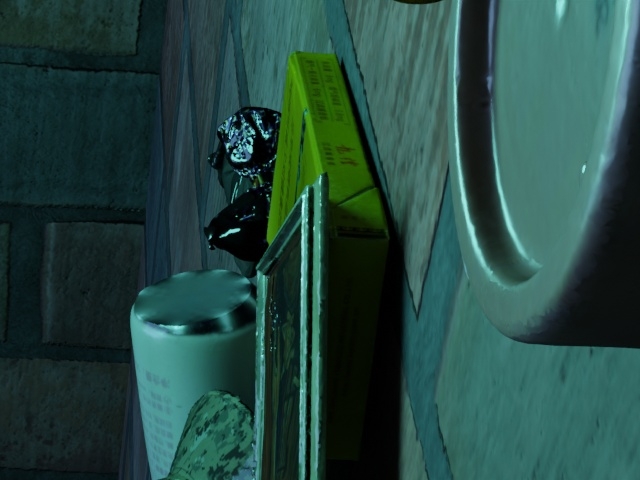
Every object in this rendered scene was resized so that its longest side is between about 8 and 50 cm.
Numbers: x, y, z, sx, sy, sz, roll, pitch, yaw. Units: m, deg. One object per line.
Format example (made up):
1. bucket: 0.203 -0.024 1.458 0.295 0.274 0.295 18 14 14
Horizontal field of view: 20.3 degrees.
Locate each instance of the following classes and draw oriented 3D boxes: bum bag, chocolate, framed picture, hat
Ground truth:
1. bum bag: -0.074 -0.042 1.613 0.198 0.049 0.087 -105 16 -62
2. chocolate: -0.054 -0.038 1.437 0.070 0.072 0.147 100 175 -52
3. framed picture: -0.023 0.090 1.102 0.273 0.016 0.217 128 143 -76
4. hat: -0.113 0.244 1.329 0.265 0.128 0.266 29 123 59

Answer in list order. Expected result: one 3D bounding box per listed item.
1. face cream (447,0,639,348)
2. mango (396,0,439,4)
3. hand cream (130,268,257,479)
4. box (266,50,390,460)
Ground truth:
1. face cream: 0.094 -0.049 0.385 0.149 0.104 0.149 -177 90 -81
2. mango: 0.043 -0.168 0.824 0.178 0.090 0.115 -92 0 -80
3. hand cream: -0.096 0.204 1.535 0.185 0.118 0.359 -119 26 -63
4. box: 0.000 0.000 1.158 0.279 0.041 0.153 -104 19 -61
